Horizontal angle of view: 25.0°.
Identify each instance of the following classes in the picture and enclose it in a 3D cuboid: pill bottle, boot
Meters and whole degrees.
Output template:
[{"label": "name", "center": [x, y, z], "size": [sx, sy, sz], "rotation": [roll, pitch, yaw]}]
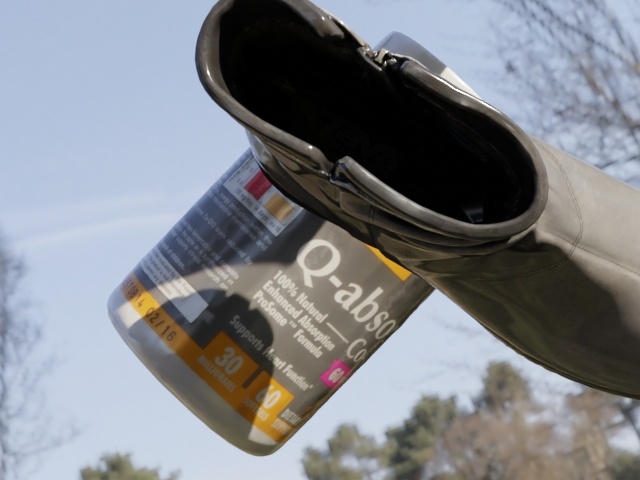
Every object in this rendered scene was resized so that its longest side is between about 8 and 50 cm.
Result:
[{"label": "pill bottle", "center": [0.000, 0.000, 0.995], "size": [0.278, 0.162, 0.162], "rotation": [-46, -21, 1]}, {"label": "boot", "center": [0.096, -0.007, 0.726], "size": [0.338, 0.118, 0.223], "rotation": [22, -2, 4]}]
